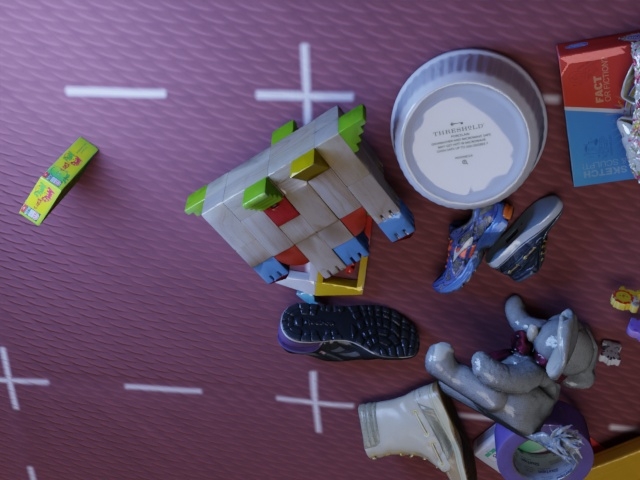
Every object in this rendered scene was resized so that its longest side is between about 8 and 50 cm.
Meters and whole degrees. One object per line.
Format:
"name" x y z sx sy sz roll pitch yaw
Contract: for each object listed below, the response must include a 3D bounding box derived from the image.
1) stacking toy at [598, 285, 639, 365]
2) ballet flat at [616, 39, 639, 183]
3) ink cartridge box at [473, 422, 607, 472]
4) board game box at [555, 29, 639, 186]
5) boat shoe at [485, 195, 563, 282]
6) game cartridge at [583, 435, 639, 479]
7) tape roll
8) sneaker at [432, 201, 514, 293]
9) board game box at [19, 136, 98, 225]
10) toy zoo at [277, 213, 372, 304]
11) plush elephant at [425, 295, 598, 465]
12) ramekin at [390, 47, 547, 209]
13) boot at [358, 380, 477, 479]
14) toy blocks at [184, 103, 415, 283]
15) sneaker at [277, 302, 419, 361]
"stacking toy" 0.639 0.181 1.617 0.221 0.052 0.167 13 134 15
"ballet flat" 0.512 -0.208 1.371 0.077 0.091 0.241 21 123 35
"ink cartridge box" 0.467 0.449 1.837 0.224 0.056 0.181 37 119 -10
"board game box" 0.562 -0.227 1.423 0.316 0.064 0.242 -8 118 15
"boat shoe" 0.393 -0.002 1.591 0.083 0.065 0.183 32 122 -20
"game cartridge" 0.661 0.568 1.859 0.285 0.053 0.324 -30 113 25
"tape roll" 0.446 0.413 1.744 0.189 0.080 0.189 3 121 5
"sneaker" 0.269 0.005 1.611 0.087 0.083 0.221 34 114 5
"board game box" -0.478 -0.111 1.593 0.043 0.181 0.092 36 119 -12
"toy zoo" 0.000 0.000 1.668 0.192 0.030 0.293 8 120 5
"plush elephant" 0.392 0.223 1.625 0.330 0.255 0.272 28 170 29
"ramekin" 0.245 -0.175 1.454 0.272 0.127 0.273 4 113 10
"boot" 0.205 0.442 1.827 0.203 0.095 0.262 -19 97 19
"toy blocks" -0.014 -0.051 1.540 0.381 0.191 0.261 -28 122 21
"sneaker" 0.055 0.195 1.750 0.283 0.107 0.124 10 149 -5
